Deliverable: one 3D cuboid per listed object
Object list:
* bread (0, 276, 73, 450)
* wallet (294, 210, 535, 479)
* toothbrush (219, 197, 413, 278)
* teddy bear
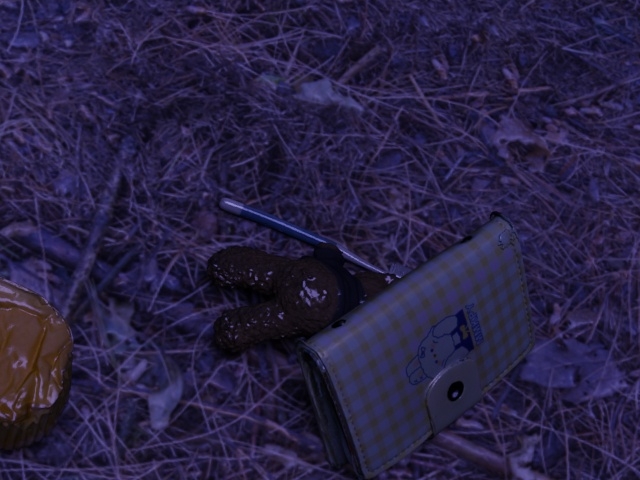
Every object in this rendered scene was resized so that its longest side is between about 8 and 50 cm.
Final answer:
[{"bbox_3d":[-0.404,0.136,1.743,0.250,0.133,0.179,19,61,-8],"label":"bread"},{"bbox_3d":[0.126,0.131,1.836,0.309,0.077,0.223,-31,121,-23],"label":"wallet"},{"bbox_3d":[0.000,0.000,1.951,0.275,0.019,0.025,23,60,-3],"label":"toothbrush"},{"bbox_3d":[-0.011,0.078,1.856,0.251,0.129,0.182,4,73,-11],"label":"teddy bear"}]
